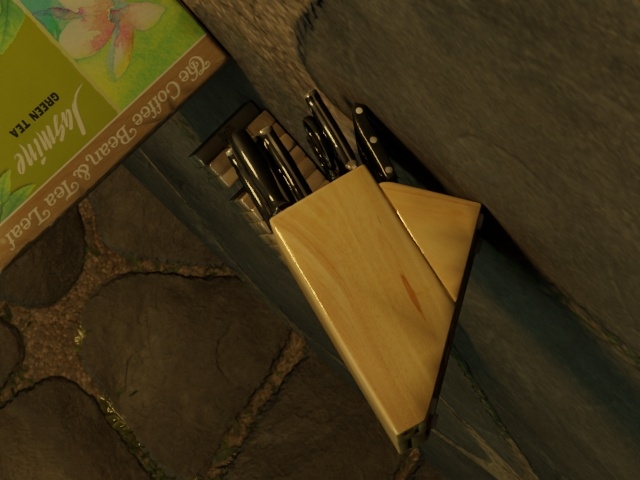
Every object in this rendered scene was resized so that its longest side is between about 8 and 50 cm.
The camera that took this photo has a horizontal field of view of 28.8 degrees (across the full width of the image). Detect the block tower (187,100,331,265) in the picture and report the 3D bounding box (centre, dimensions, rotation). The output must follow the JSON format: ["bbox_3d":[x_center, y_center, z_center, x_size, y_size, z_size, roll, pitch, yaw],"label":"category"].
[{"bbox_3d":[0.000,0.000,1.396,0.335,0.097,0.091,46,171,-10],"label":"block tower"}]

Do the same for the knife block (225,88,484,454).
[{"bbox_3d":[0.006,0.016,1.053,0.242,0.276,0.088,13,162,11],"label":"knife block"}]

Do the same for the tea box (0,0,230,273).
[{"bbox_3d":[-0.334,-0.192,1.321,0.323,0.329,0.220,47,169,-13],"label":"tea box"}]
